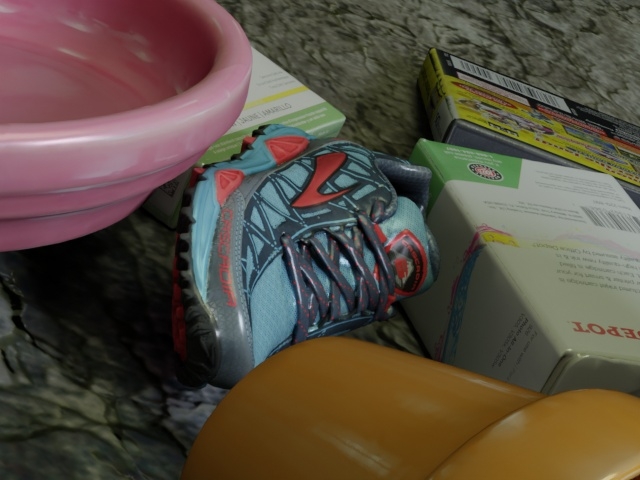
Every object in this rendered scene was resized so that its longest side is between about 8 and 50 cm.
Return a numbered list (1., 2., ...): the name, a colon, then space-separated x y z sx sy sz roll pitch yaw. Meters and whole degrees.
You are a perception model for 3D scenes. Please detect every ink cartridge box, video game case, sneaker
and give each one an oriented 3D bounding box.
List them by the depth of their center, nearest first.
1. sneaker: 0.000 0.000 0.915 0.125 0.104 0.262 7 24 12
2. ink cartridge box: 0.142 0.042 1.016 0.154 0.093 0.212 9 30 -29
3. ink cartridge box: -0.123 -0.108 1.095 0.235 0.056 0.171 38 30 17
4. video game case: 0.207 -0.054 1.244 0.275 0.035 0.248 20 16 -6

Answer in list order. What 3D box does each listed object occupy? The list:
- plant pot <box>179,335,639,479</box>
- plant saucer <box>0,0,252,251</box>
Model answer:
1. plant pot: 0.046 0.133 0.686 0.205 0.205 0.188 -2 22 -42
2. plant saucer: -0.203 -0.083 0.885 0.332 0.084 0.332 7 26 -4
